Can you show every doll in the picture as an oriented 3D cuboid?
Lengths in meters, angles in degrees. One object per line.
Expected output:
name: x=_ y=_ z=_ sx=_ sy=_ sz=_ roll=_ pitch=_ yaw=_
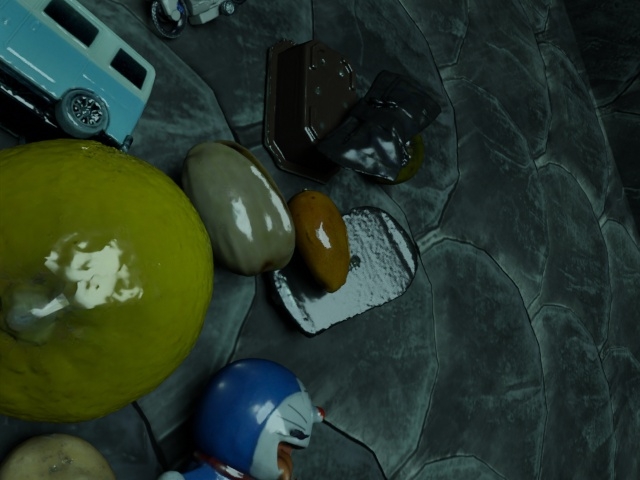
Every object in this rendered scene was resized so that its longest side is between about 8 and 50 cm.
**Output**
doll: x=-0.105 y=0.274 z=0.680 sx=0.256 sy=0.161 sz=0.215 roll=-64 pitch=152 yaw=-19

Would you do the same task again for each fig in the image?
fig: x=0.156 y=-0.187 z=1.061 sx=0.185 sy=0.127 sz=0.133 roll=-34 pitch=90 yaw=-38

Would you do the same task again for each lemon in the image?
lemon: x=-0.237 y=0.036 z=0.527 sx=0.293 sy=0.293 sz=0.293 roll=12 pitch=72 yaw=-42

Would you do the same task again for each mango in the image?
mango: x=0.003 y=-0.003 z=0.816 sx=0.159 sy=0.084 sz=0.105 roll=61 pitch=3 yaw=4

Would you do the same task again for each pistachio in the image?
pistachio: x=-0.115 y=-0.044 z=0.764 sx=0.129 sy=0.131 sz=0.206 roll=-87 pitch=154 yaw=-79

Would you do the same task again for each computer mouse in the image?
computer mouse: x=0.037 y=0.047 z=0.919 sx=0.295 sy=0.087 sz=0.168 roll=-23 pitch=84 yaw=-28

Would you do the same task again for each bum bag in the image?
bum bag: x=0.113 y=-0.199 z=0.925 sx=0.137 sy=0.074 sz=0.310 roll=33 pitch=53 yaw=4

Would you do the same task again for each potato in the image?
potato: x=-0.269 y=0.270 z=0.561 sx=0.112 sy=0.112 sz=0.147 roll=-43 pitch=103 yaw=-41

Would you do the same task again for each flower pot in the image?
flower pot: x=-0.003 y=-0.235 z=0.946 sx=0.179 sy=0.084 sz=0.250 roll=14 pitch=71 yaw=-41

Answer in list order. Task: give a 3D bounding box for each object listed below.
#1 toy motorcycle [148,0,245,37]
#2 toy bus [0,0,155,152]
toy motorcycle: x=-0.184 y=-0.406 z=0.811 sx=0.221 sy=0.102 sz=0.150 roll=-46 pitch=133 yaw=-37
toy bus: x=-0.329 y=-0.210 z=0.598 sx=0.271 sy=0.133 sz=0.164 roll=39 pitch=51 yaw=-34
